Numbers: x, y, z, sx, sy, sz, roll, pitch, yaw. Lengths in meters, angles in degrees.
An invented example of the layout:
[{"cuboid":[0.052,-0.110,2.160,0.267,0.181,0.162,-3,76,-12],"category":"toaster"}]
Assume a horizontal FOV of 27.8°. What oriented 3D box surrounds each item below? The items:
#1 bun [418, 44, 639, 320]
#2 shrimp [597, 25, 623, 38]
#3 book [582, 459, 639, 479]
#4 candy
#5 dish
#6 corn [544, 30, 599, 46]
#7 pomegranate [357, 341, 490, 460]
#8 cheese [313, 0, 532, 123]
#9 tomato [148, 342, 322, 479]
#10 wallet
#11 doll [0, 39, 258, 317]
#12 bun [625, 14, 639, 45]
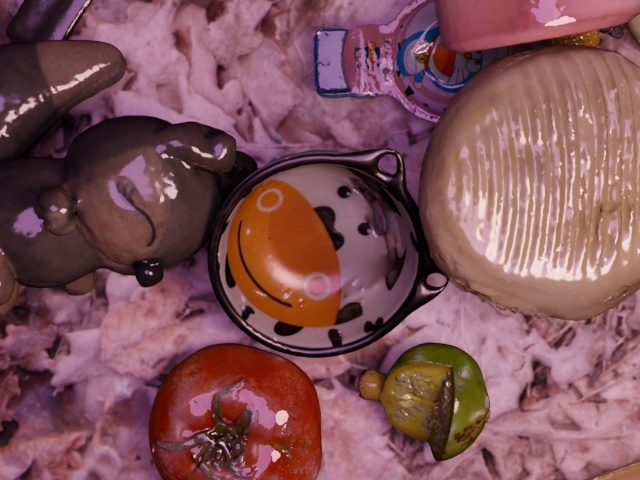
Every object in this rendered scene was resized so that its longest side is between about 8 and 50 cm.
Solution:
[{"cuboid":[0.282,-0.073,1.575,0.362,0.234,0.326,-27,96,-11],"category":"bun"},{"cuboid":[0.363,-0.300,1.706,0.038,0.029,0.092,-29,79,9],"category":"shrimp"},{"cuboid":[0.455,0.459,1.610,0.269,0.032,0.389,-17,85,-14],"category":"book"},{"cuboid":[0.261,-0.287,1.541,0.255,0.255,0.094,-10,98,3],"category":"candy"},{"cuboid":[0.000,0.000,1.633,0.303,0.120,0.303,-1,113,-2],"category":"dish"},{"cuboid":[0.296,-0.323,1.688,0.072,0.072,0.203,-28,84,1],"category":"corn"},{"cuboid":[0.141,0.192,1.639,0.169,0.143,0.122,22,45,37],"category":"pomegranate"},{"cuboid":[0.134,-0.238,1.690,0.286,0.074,0.189,-2,84,3],"category":"cheese"},{"cuboid":[-0.108,0.247,1.659,0.237,0.095,0.237,0,86,4],"category":"tomato"},{"cuboid":[-0.357,-0.321,1.753,0.082,0.018,0.157,31,88,4],"category":"wallet"},{"cuboid":[-0.285,-0.111,1.626,0.382,0.252,0.378,-21,85,-5],"category":"doll"},{"cuboid":[0.552,-0.336,1.603,0.361,0.213,0.361,0,84,1],"category":"bun"}]
